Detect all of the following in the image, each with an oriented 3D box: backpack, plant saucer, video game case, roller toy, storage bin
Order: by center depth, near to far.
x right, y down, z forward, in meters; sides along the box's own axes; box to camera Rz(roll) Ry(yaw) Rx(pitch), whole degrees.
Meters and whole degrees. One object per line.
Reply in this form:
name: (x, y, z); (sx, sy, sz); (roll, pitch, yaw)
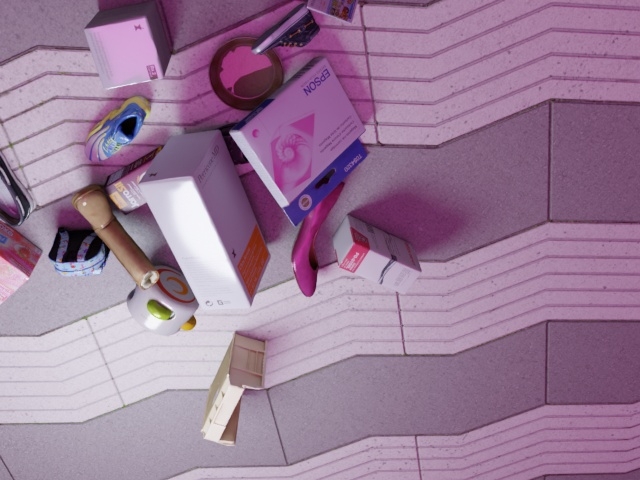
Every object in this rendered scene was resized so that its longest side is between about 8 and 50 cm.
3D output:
video game case: (0.033, -0.606, 1.698); (0.122, 0.011, 0.087); (16, 89, -14)
plant saucer: (-0.195, -0.441, 1.781); (0.198, 0.036, 0.199); (-3, 120, -5)
backpack: (-0.694, 0.046, 1.940); (0.158, 0.173, 0.117); (-1, 120, -6)
roller toy: (-0.475, 0.185, 2.035); (0.146, 0.191, 0.209); (-49, 150, 20)
storage bin: (-0.277, 0.481, 2.192); (0.123, 0.260, 0.262); (21, 117, -12)

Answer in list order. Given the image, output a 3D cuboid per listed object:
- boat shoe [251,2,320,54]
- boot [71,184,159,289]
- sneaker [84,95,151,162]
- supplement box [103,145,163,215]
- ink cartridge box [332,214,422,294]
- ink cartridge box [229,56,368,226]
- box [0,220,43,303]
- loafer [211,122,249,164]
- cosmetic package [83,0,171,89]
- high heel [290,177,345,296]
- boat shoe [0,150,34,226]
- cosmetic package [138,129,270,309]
boat shoe: (-0.085, -0.512, 1.712); (0.183, 0.065, 0.083); (-40, 120, -4)
boot: (-0.552, -0.007, 1.849); (0.089, 0.236, 0.269); (-38, 79, -12)
sneaker: (-0.549, -0.282, 1.787); (0.091, 0.126, 0.240); (39, 110, -24)
supplement box: (-0.496, -0.166, 1.887); (0.188, 0.081, 0.104); (-27, 119, 11)
ink cartridge box: (0.168, 0.043, 2.023); (0.237, 0.172, 0.100); (23, 116, -18)
ink cartridge box: (-0.029, -0.257, 1.791); (0.324, 0.071, 0.330); (-46, 120, -20)
box: (-0.969, 0.018, 1.909); (0.142, 0.154, 0.300); (-38, 116, 16)
loafer: (-0.195, -0.264, 1.850); (0.302, 0.095, 0.109); (-11, 122, 1)
cosmetic package: (-0.464, -0.479, 1.646); (0.151, 0.184, 0.151); (-11, 120, 1)
high heel: (0.000, 0.000, 2.002); (0.181, 0.127, 0.377); (-4, 118, 9)
boat shoe: (-0.901, -0.171, 1.838); (0.114, 0.091, 0.302); (-29, 119, 11)
cosmetic package: (-0.300, -0.047, 1.852); (0.161, 0.230, 0.453); (-5, 129, 19)
